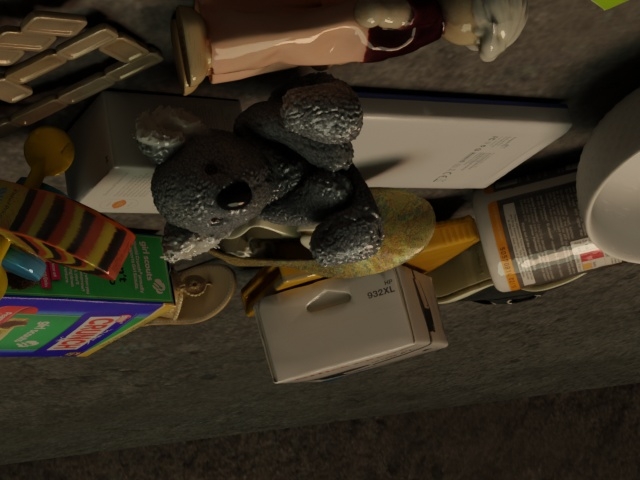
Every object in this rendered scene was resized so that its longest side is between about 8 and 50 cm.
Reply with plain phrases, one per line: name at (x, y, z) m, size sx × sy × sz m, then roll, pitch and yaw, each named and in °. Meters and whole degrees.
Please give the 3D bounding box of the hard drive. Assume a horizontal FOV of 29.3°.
hard drive at (0.126, -0.120, 1.542) m, size 0.319 × 0.040 × 0.210 m, roll -1°, pitch 160°, yaw -29°

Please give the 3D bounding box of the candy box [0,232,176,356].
candy box at (-0.409, 0.076, 1.711) m, size 0.317 × 0.122 × 0.268 m, roll 3°, pitch 157°, yaw -39°

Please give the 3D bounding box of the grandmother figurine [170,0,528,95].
grandmother figurine at (0.037, -0.204, 1.161) m, size 0.342 × 0.104 × 0.208 m, roll -10°, pitch -170°, yaw -12°

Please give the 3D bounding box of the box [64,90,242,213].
box at (-0.183, -0.094, 1.365) m, size 0.170 × 0.091 × 0.130 m, roll 1°, pitch 159°, yaw -34°

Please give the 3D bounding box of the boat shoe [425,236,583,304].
boat shoe at (0.326, 0.042, 2.018) m, size 0.340 × 0.127 × 0.113 m, roll -22°, pitch 160°, yaw 36°

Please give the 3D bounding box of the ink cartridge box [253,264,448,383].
ink cartridge box at (0.056, 0.132, 1.883) m, size 0.223 × 0.129 × 0.307 m, roll -17°, pitch 170°, yaw 12°

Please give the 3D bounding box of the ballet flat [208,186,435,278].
ballet flat at (-0.023, -0.017, 1.566) m, size 0.348 × 0.123 × 0.123 m, roll -1°, pitch 171°, yaw 37°

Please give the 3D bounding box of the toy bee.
toy bee at (-0.346, -0.022, 1.284) m, size 0.298 × 0.195 × 0.162 m, roll -14°, pitch 146°, yaw 32°

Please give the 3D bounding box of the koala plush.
koala plush at (-0.075, -0.068, 1.266) m, size 0.221 × 0.196 × 0.203 m, roll -17°, pitch -155°, yaw -10°

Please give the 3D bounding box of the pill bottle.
pill bottle at (0.369, -0.031, 1.760) m, size 0.278 × 0.162 × 0.162 m, roll -14°, pitch 162°, yaw 11°

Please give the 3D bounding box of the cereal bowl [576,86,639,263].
cereal bowl at (0.477, -0.117, 1.535) m, size 0.339 × 0.141 × 0.339 m, roll -9°, pitch 148°, yaw -6°

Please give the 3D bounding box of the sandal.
sandal at (-0.248, 0.092, 1.907) m, size 0.240 × 0.088 × 0.079 m, roll -15°, pitch 168°, yaw 29°

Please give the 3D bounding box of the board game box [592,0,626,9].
board game box at (0.250, -0.312, 0.965) m, size 0.233 × 0.078 × 0.347 m, roll -22°, pitch 159°, yaw 32°

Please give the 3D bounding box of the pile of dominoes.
pile of dominoes at (-0.306, -0.166, 1.185) m, size 0.251 × 0.040 × 0.196 m, roll -23°, pitch 166°, yaw 16°

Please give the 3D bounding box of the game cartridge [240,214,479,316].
game cartridge at (0.058, 0.038, 1.892) m, size 0.324 × 0.052 × 0.285 m, roll -14°, pitch 171°, yaw -18°
